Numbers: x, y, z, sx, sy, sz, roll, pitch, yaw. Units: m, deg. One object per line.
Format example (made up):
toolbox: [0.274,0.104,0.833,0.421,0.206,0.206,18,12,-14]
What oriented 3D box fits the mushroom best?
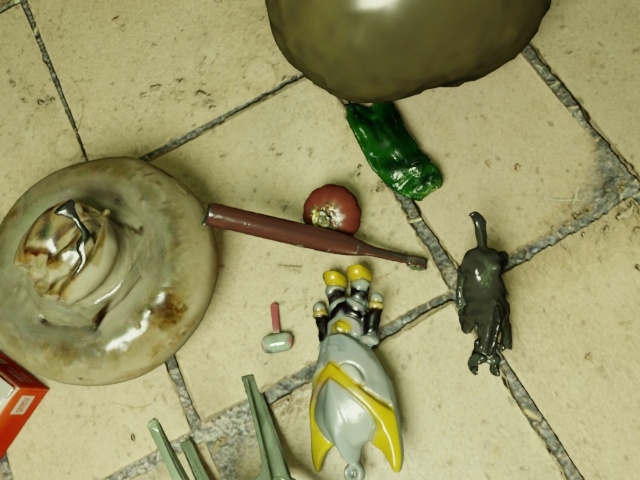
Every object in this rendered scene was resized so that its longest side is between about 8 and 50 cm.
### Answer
mushroom: [-0.342,0.034,0.849,0.362,0.294,0.363,-2,74,7]

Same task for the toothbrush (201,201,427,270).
toothbrush: [0.000,-0.001,0.872,0.363,0.041,0.041,13,75,-14]

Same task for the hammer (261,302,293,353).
hammer: [-0.073,0.141,0.916,0.052,0.031,0.083,-10,67,3]

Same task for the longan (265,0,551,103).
longan: [0.124,-0.423,0.862,0.435,0.404,0.404,-13,72,7]

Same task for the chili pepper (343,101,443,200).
chili pepper: [0.118,-0.164,0.956,0.098,0.061,0.224,-33,73,-1]

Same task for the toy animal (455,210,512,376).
toy animal: [0.246,0.080,0.818,0.084,0.148,0.233,1,74,9]

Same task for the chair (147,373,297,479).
chair: [-0.081,0.343,0.772,0.190,0.203,0.275,-27,66,-11]

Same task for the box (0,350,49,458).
box: [-0.566,0.284,0.916,0.133,0.099,0.182,31,81,18]

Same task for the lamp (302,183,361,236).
lamp: [0.019,-0.043,0.922,0.101,0.090,0.101,8,109,24]

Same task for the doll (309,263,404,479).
doll: [0.048,0.196,0.844,0.145,0.103,0.317,-5,68,12]
